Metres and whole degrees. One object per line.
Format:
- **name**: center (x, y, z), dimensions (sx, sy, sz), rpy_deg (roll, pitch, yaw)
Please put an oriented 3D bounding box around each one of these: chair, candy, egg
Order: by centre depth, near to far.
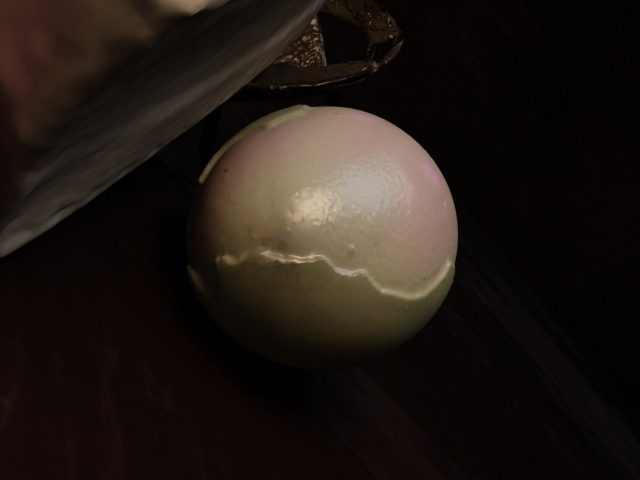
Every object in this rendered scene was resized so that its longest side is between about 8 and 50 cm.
- **candy**: center (-0.074, -0.162, 0.527), dimensions (0.145, 0.208, 0.358), rpy_deg (45, 44, -4)
- **egg**: center (0.000, 0.000, 0.677), dimensions (0.183, 0.183, 0.217), rpy_deg (52, 14, 2)
- **chair**: center (-0.038, -0.144, 0.774), dimensions (0.213, 0.174, 0.149), rpy_deg (151, -70, -75)
